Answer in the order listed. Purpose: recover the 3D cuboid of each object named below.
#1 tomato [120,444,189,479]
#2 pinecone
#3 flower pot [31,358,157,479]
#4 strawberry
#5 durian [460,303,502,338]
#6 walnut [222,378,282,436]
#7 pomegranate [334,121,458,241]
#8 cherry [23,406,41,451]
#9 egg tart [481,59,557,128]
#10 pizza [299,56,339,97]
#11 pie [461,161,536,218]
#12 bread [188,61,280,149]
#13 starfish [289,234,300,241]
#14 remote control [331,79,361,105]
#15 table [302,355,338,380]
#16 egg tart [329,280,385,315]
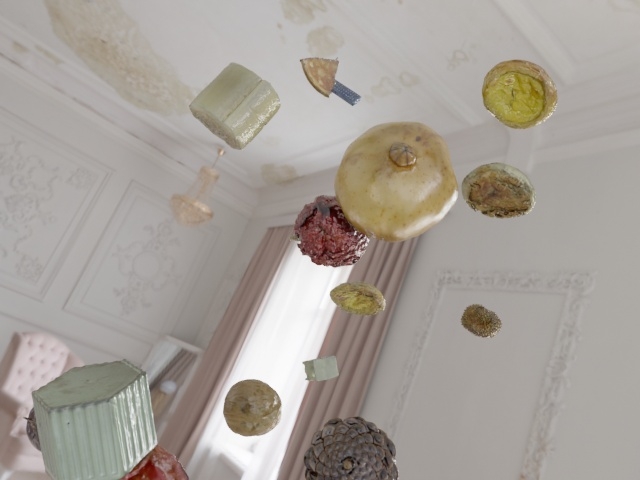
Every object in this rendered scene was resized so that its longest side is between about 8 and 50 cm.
[{"bbox_3d":[-0.396,0.633,1.131,0.309,0.309,0.170,19,-26,12],"label":"tomato"},{"bbox_3d":[0.064,0.483,1.065,0.208,0.207,0.208,21,-16,6],"label":"pinecone"},{"bbox_3d":[-0.488,0.392,1.089,0.209,0.189,0.239,-1,10,18],"label":"flower pot"},{"bbox_3d":[0.037,-0.037,1.745,0.274,0.274,0.220,21,-9,6],"label":"strawberry"},{"bbox_3d":[0.650,0.330,2.025,0.158,0.137,0.168,11,6,33],"label":"durian"},{"bbox_3d":[-0.251,0.625,1.865,0.228,0.228,0.228,21,-16,6],"label":"walnut"},{"bbox_3d":[0.228,-0.187,1.502,0.410,0.410,0.410,21,-16,6],"label":"pomegranate"},{"bbox_3d":[-0.806,0.564,1.552,0.195,0.195,0.195,21,-16,6],"label":"cherry"},{"bbox_3d":[0.500,-0.373,1.247,0.191,0.074,0.191,26,-31,17],"label":"egg tart"},{"bbox_3d":[0.003,-0.386,1.189,0.100,0.099,0.029,-10,0,-21],"label":"pizza"},{"bbox_3d":[0.643,-0.174,1.814,0.274,0.055,0.274,23,-31,15],"label":"pie"},{"bbox_3d":[-0.183,-0.286,1.078,0.148,0.141,0.134,34,-16,20],"label":"bread"},{"bbox_3d":[-0.002,0.001,1.926,0.247,0.138,0.050,35,4,27],"label":"starfish"},{"bbox_3d":[0.049,-0.450,1.473,0.152,0.043,0.027,37,-36,16],"label":"remote control"},{"bbox_3d":[-0.003,0.390,1.516,0.079,0.062,0.083,-4,-12,-30],"label":"table"},{"bbox_3d":[0.159,0.230,2.091,0.232,0.098,0.252,32,-36,-22],"label":"egg tart"}]
